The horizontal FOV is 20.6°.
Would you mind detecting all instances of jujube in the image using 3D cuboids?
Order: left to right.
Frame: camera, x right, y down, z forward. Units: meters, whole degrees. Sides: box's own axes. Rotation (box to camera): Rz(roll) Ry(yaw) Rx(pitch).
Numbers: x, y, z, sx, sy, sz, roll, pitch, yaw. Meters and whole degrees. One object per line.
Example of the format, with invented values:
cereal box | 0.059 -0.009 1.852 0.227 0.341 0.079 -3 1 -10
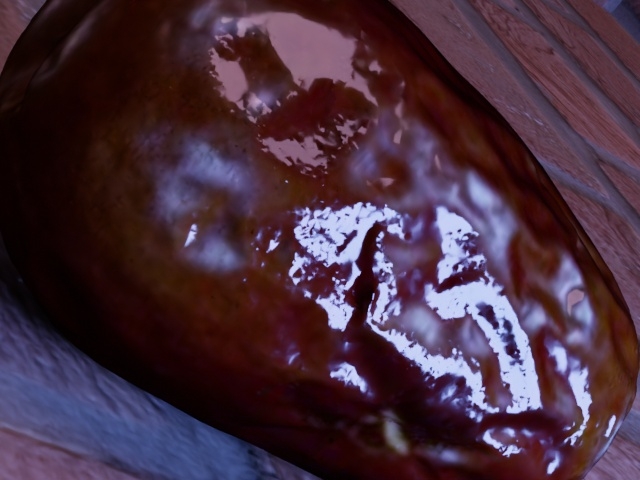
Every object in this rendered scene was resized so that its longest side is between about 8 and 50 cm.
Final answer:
jujube | 0.000 0.000 0.801 0.318 0.223 0.223 39 16 -21
